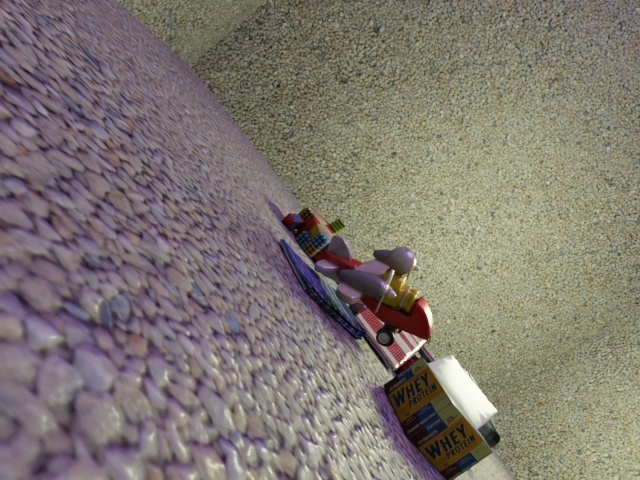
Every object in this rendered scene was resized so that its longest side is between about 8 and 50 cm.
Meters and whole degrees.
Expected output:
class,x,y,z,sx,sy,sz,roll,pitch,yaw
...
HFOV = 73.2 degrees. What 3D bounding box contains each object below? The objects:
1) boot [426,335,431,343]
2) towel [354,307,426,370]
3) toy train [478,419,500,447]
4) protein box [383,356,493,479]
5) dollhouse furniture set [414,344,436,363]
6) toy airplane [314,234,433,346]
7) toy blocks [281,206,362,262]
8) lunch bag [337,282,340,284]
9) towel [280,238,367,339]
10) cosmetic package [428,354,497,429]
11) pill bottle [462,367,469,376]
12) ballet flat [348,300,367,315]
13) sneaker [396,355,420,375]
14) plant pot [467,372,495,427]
class,x,y,z,sx,sy,sz,roll,pitch,yaw
boot,0.455,0.398,1.960,0.236,0.089,0.269,61,8,-12
towel,0.265,0.340,1.623,0.237,0.037,0.329,51,29,17
toy train,0.544,0.637,1.591,0.334,0.142,0.190,49,11,-37
protein box,0.297,0.456,1.116,0.201,0.136,0.199,50,5,-20
dollhouse furniture set,0.428,0.565,1.914,0.129,0.129,0.183,53,-18,20
toy airplane,0.179,0.109,1.367,0.385,0.272,0.386,25,28,-28
toy blocks,0.000,0.000,1.789,0.381,0.191,0.261,52,16,13
lunch bag,0.106,0.189,1.940,0.083,0.053,0.071,42,2,-2
towel,0.011,0.150,1.320,0.336,0.040,0.243,48,5,-40
cosmetic package,0.402,0.507,1.364,0.224,0.138,0.224,6,40,-51
pill bottle,0.546,0.614,1.834,0.130,0.131,0.245,54,-12,24
ballet flat,0.185,0.309,1.704,0.221,0.077,0.079,49,24,-37
sneaker,0.353,0.498,1.622,0.125,0.104,0.262,55,5,-5
plant pot,0.673,0.757,1.946,0.165,0.166,0.234,48,15,-49
